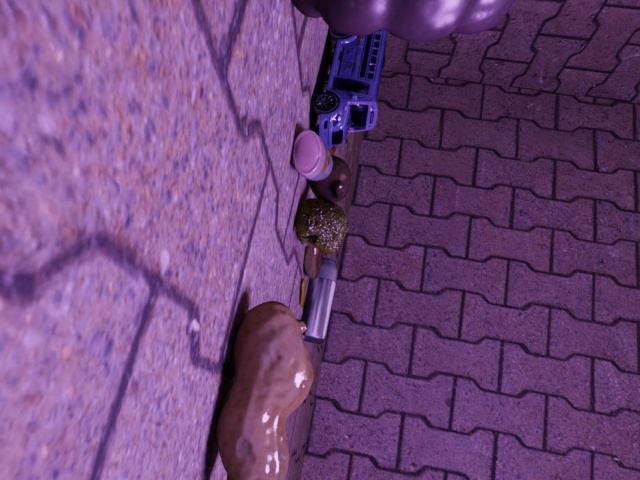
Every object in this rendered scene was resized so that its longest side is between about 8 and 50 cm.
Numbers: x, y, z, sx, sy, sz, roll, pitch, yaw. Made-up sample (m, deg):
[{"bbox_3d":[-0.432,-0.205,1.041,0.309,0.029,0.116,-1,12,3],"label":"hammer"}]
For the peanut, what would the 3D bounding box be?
[{"bbox_3d":[-0.078,0.213,0.653,0.101,0.117,0.263,35,66,-62],"label":"peanut"}]

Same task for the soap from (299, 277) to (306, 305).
[{"bbox_3d":[-0.047,0.138,1.298,0.034,0.012,0.089,-73,170,-52],"label":"soap"}]

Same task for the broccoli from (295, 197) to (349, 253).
[{"bbox_3d":[0.001,-0.031,1.051,0.120,0.130,0.131,-35,-145,34],"label":"broccoli"}]

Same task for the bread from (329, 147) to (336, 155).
[{"bbox_3d":[0.029,-0.281,1.259,0.094,0.035,0.090,93,9,-46],"label":"bread"}]

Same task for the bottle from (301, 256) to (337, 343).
[{"bbox_3d":[-0.008,0.178,1.458,0.096,0.079,0.254,-15,-122,54],"label":"bottle"}]

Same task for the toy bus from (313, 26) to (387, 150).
[{"bbox_3d":[0.067,-0.336,1.052,0.125,0.133,0.292,86,14,-68],"label":"toy bus"}]

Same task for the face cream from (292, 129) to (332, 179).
[{"bbox_3d":[-0.012,-0.159,0.944,0.198,0.057,0.084,-32,126,-83],"label":"face cream"}]

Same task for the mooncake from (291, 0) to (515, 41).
[{"bbox_3d":[0.108,-0.359,0.605,0.306,0.306,0.154,-74,173,-49],"label":"mooncake"}]

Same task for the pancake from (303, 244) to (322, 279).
[{"bbox_3d":[0.000,0.000,1.353,0.242,0.050,0.242,10,90,-84],"label":"pancake"}]

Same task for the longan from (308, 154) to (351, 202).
[{"bbox_3d":[0.024,-0.134,1.089,0.119,0.106,0.106,-122,-149,-52],"label":"longan"}]
